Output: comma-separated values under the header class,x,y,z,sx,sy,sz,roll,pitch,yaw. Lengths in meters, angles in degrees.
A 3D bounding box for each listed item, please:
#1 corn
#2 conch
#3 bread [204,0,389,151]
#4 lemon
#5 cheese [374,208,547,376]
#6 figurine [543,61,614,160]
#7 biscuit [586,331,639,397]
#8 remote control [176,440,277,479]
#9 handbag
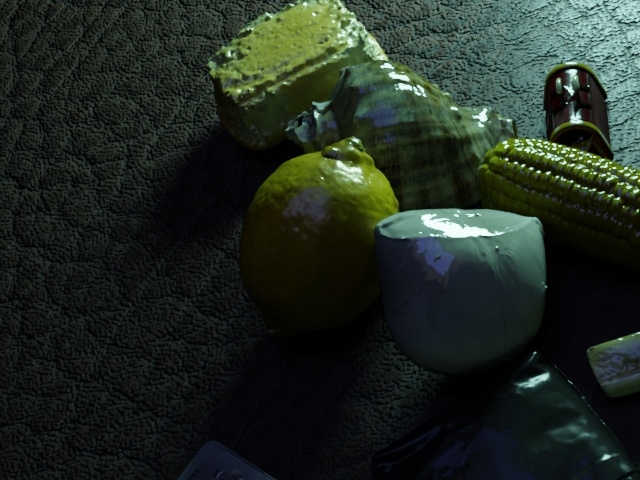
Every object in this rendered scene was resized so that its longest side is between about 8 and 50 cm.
class,x,y,z,sx,sy,sz,roll,pitch,yaw
corn,0.335,-0.031,1.727,0.363,0.120,0.120,22,62,32
conch,0.093,-0.136,1.893,0.291,0.159,0.210,-5,48,17
bread,-0.034,-0.232,2.059,0.245,0.121,0.174,-28,54,-8
lemon,0.000,0.000,1.779,0.188,0.188,0.257,32,102,40
cheese,0.162,0.057,1.678,0.198,0.154,0.189,0,86,-16
figurine,0.314,-0.154,1.858,0.082,0.098,0.154,-7,46,13
biscuit,0.383,0.120,1.616,0.188,0.052,0.056,-17,62,9
remote control,-0.042,0.330,1.617,0.313,0.055,0.109,28,71,34
handbag,0.193,0.251,1.561,0.246,0.080,0.223,-32,46,-5
